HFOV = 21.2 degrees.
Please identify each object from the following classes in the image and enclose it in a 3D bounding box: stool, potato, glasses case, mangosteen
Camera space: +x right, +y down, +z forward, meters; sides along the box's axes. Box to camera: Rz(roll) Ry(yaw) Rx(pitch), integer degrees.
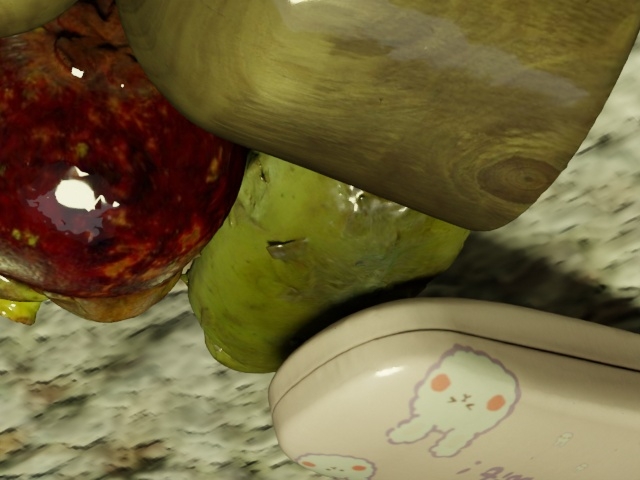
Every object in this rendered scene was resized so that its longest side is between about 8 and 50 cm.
[{"bbox_3d":[-0.026,-0.127,0.634,0.264,0.179,0.179,20,134,-14],"label":"stool"},{"bbox_3d":[0.000,0.000,0.823,0.117,0.090,0.225,15,142,-18],"label":"potato"},{"bbox_3d":[0.105,0.088,0.863,0.297,0.075,0.113,14,140,-38],"label":"glasses case"},{"bbox_3d":[-0.103,-0.033,0.769,0.146,0.156,0.181,-15,144,-6],"label":"mangosteen"}]
